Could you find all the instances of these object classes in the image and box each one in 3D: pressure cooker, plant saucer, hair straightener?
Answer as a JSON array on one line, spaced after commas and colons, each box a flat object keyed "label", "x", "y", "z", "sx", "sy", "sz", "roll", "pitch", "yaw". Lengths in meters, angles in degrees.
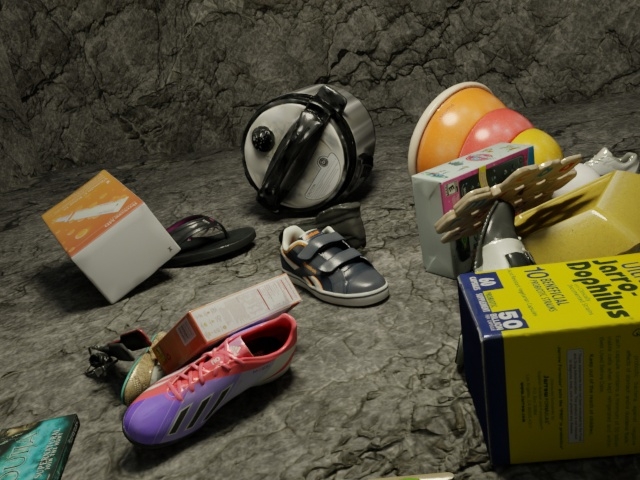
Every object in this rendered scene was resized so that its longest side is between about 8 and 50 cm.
[{"label": "pressure cooker", "x": -0.045, "y": -0.282, "z": 1.946, "sx": 0.376, "sy": 0.369, "sz": 0.420, "roll": -6, "pitch": 17, "yaw": 21}, {"label": "plant saucer", "x": 0.466, "y": -0.022, "z": 1.217, "sx": 0.333, "sy": 0.081, "sz": 0.333, "roll": -28, "pitch": 4, "yaw": 40}, {"label": "hair straightener", "x": -0.396, "y": 0.210, "z": 1.160, "sx": 0.230, "sy": 0.047, "sz": 0.089, "roll": -13, "pitch": 25, "yaw": 49}]

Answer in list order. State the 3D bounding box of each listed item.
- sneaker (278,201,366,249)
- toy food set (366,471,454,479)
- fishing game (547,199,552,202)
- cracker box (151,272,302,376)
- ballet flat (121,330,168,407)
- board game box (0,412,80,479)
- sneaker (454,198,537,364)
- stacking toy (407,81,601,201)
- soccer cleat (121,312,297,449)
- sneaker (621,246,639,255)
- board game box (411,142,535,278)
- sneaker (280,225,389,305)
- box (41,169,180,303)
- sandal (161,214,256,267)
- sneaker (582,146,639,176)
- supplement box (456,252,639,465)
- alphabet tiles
[{"label": "sneaker", "x": 0.000, "y": 0.000, "z": 1.544, "sx": 0.109, "sy": 0.130, "sz": 0.286, "roll": -17, "pitch": -2, "yaw": -40}, {"label": "toy food set", "x": 0.109, "y": 0.322, "z": 0.712, "sx": 0.133, "sy": 0.038, "sz": 0.192, "roll": -8, "pitch": 20, "yaw": 3}, {"label": "fishing game", "x": 0.662, "y": -0.106, "z": 1.606, "sx": 0.189, "sy": 0.041, "sz": 0.264, "roll": -31, "pitch": 30, "yaw": -33}, {"label": "cracker box", "x": -0.164, "y": 0.149, "z": 1.119, "sx": 0.232, "sy": 0.067, "sz": 0.156, "roll": -19, "pitch": -17, "yaw": -47}, {"label": "ballet flat", "x": -0.291, "y": 0.226, "z": 1.122, "sx": 0.067, "sy": 0.073, "sz": 0.206, "roll": 6, "pitch": 25, "yaw": 2}, {"label": "board game box", "x": -0.449, "y": 0.338, "z": 0.947, "sx": 0.126, "sy": 0.026, "sz": 0.186, "roll": -11, "pitch": 20, "yaw": -5}, {"label": "sneaker", "x": 0.329, "y": 0.076, "z": 1.074, "sx": 0.146, "sy": 0.122, "sz": 0.330, "roll": 9, "pitch": 58, "yaw": 15}, {"label": "stacking toy", "x": 0.494, "y": -0.184, "z": 1.606, "sx": 0.351, "sy": 0.350, "sz": 0.480, "roll": -22, "pitch": 38, "yaw": -30}, {"label": "soccer cleat", "x": -0.166, "y": 0.211, "z": 0.992, "sx": 0.318, "sy": 0.116, "sz": 0.108, "roll": -23, "pitch": 58, "yaw": -38}, {"label": "sneaker", "x": 0.594, "y": 0.057, "z": 1.098, "sx": 0.305, "sy": 0.114, "sz": 0.152, "roll": 1, "pitch": 21, "yaw": 27}, {"label": "board game box", "x": 0.357, "y": -0.076, "z": 1.410, "sx": 0.303, "sy": 0.223, "sz": 0.098, "roll": -24, "pitch": 23, "yaw": -32}, {"label": "sneaker", "x": 0.014, "y": 0.048, "z": 1.380, "sx": 0.126, "sy": 0.127, "sz": 0.321, "roll": -23, "pitch": 25, "yaw": -36}, {"label": "box", "x": -0.549, "y": -0.021, "z": 1.618, "sx": 0.215, "sy": 0.168, "sz": 0.345, "roll": -41, "pitch": 37, "yaw": -15}, {"label": "sandal", "x": -0.403, "y": 0.000, "z": 1.720, "sx": 0.446, "sy": 0.106, "sz": 0.167, "roll": -9, "pitch": 20, "yaw": 6}, {"label": "sneaker", "x": 0.751, "y": -0.196, "z": 1.710, "sx": 0.232, "sy": 0.115, "sz": 0.090, "roll": -7, "pitch": 22, "yaw": 7}, {"label": "supplement box", "x": 0.382, "y": 0.146, "z": 0.838, "sx": 0.357, "sy": 0.195, "sz": 0.194, "roll": -7, "pitch": 20, "yaw": 5}, {"label": "alphabet tiles", "x": 0.360, "y": -0.079, "z": 1.211, "sx": 0.284, "sy": 0.021, "sz": 0.278, "roll": -14, "pitch": -21, "yaw": -27}]
